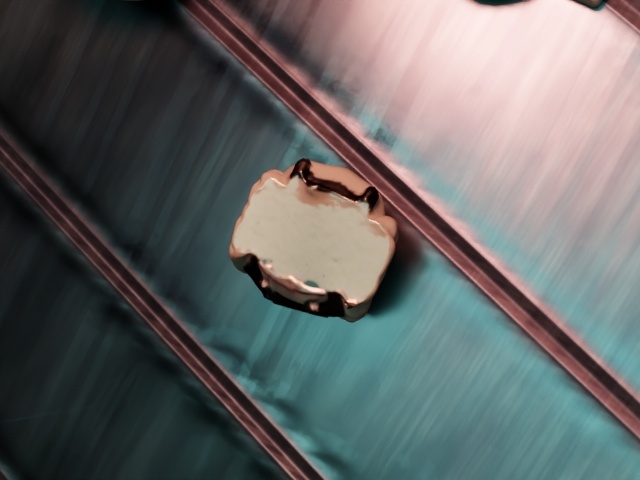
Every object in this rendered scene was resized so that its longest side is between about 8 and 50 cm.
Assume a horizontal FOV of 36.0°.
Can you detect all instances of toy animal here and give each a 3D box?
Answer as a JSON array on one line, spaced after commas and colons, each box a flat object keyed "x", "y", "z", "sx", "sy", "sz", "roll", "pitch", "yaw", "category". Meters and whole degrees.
[{"x": 0.000, "y": 0.000, "z": 1.320, "sx": 0.208, "sy": 0.156, "sz": 0.204, "roll": 22, "pitch": 93, "yaw": 9, "category": "toy animal"}]

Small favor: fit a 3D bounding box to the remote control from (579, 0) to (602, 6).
[{"x": 0.382, "y": -0.453, "z": 1.263, "sx": 0.103, "sy": 0.051, "sz": 0.293, "roll": 30, "pitch": 98, "yaw": 16, "category": "remote control"}]
